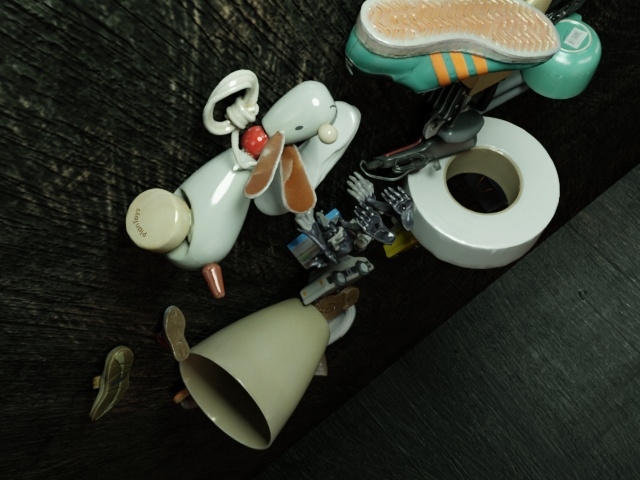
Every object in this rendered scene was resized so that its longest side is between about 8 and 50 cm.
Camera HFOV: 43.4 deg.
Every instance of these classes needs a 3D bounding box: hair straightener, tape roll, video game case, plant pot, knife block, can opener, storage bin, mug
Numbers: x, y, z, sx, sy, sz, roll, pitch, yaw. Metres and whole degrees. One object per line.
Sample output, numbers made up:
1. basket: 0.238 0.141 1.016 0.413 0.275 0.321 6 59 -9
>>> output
1. hair straightener: 0.180 -0.157 1.441 0.230 0.089 0.047 -16 121 -16
2. tape roll: 0.298 -0.093 1.523 0.286 0.286 0.100 -33 160 -15
3. video game case: 0.000 0.000 1.612 0.119 0.015 0.166 -38 161 -1
4. plant pot: -0.110 0.253 1.700 0.274 0.256 0.256 -41 166 -34
5. knife block: 0.265 -0.306 1.261 0.276 0.088 0.242 -44 161 18
6. can opener: 0.296 -0.248 1.467 0.280 0.093 0.074 -33 161 -28
7. storage bin: 0.394 -0.130 1.864 0.098 0.135 0.091 -27 168 -30
8. mug: 0.429 -0.345 1.440 0.129 0.157 0.097 -10 154 -6

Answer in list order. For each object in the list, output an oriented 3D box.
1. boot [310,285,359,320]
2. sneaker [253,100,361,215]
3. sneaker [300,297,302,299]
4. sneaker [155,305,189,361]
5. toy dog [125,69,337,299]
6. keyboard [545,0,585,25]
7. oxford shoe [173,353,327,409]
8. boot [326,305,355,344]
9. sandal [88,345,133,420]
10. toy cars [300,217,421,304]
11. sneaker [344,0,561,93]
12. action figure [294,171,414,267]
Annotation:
1. boot: 0.009 0.135 1.842 0.158 0.085 0.059 -18 122 -50
2. sneaker: -0.011 -0.119 1.228 0.212 0.080 0.094 -44 172 15
3. sneaker: -0.059 0.178 1.884 0.161 0.057 0.075 -29 176 -28
4. sneaker: -0.273 0.158 1.457 0.042 0.067 0.118 -25 128 -29
5. toy dog: -0.099 -0.052 1.071 0.333 0.161 0.220 -48 160 27
6. keyboard: 0.423 -0.441 1.322 0.317 0.033 0.201 -36 155 -3
7. oxford shoe: -0.155 0.323 1.846 0.364 0.132 0.130 -21 171 -10
8. boot: -0.029 0.239 1.996 0.258 0.095 0.123 -42 168 15
9. sandal: -0.386 0.252 1.459 0.072 0.049 0.180 -24 143 -50
10. toy cars: 0.114 0.020 1.768 0.394 0.087 0.176 -29 172 -13
11. sneaker: 0.175 -0.264 1.095 0.302 0.108 0.121 -2 158 -19
12. action figure: 0.050 -0.039 1.434 0.164 0.141 0.276 -38 -170 -26
